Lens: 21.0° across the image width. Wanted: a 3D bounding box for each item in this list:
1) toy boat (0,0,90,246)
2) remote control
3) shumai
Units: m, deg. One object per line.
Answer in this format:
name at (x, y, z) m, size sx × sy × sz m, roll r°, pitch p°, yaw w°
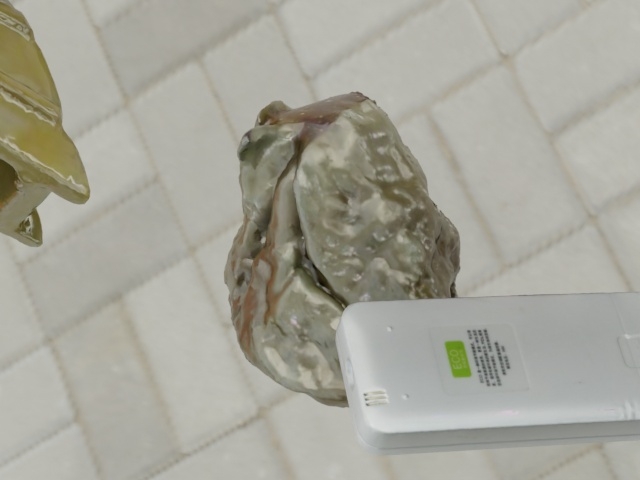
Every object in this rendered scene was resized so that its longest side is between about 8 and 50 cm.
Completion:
toy boat at (-0.308, -0.102, 0.726) m, size 0.136 × 0.445 × 0.162 m, roll -38°, pitch 37°, yaw 54°
remote control at (0.138, 0.081, 1.095) m, size 0.250 × 0.034 × 0.103 m, roll -2°, pitch 52°, yaw -15°
shumai at (-0.003, 0.000, 1.246) m, size 0.183 × 0.185 × 0.218 m, roll -23°, pitch 34°, yaw 17°
